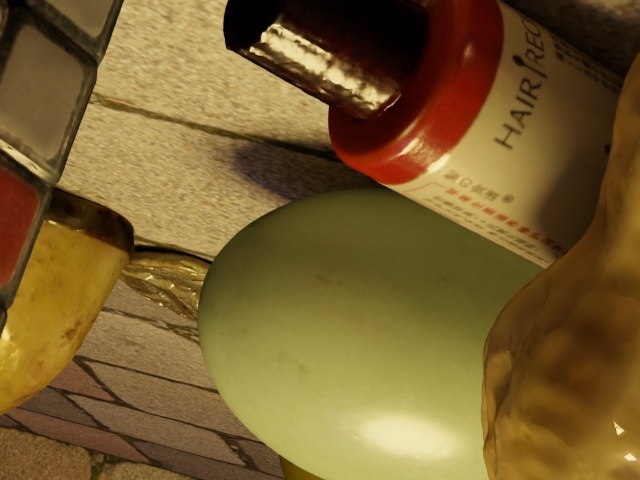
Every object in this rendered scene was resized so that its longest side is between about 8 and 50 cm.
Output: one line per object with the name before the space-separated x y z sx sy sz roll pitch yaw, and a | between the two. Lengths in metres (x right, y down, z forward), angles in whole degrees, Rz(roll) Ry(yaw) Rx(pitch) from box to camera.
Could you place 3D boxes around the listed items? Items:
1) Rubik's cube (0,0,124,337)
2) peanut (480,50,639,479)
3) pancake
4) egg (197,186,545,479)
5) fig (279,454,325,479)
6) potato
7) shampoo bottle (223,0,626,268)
Rubik's cube | -0.277 -0.112 0.612 0.287 0.292 0.293 6 163 35
peanut | 0.163 0.034 0.699 0.149 0.313 0.149 19 -158 -8
pancake | -0.123 0.042 1.448 0.158 0.028 0.158 16 161 6
egg | 0.056 0.069 1.034 0.282 0.203 0.203 16 164 9
fig | 0.027 0.234 1.712 0.144 0.154 0.166 11 -149 -18
potato | -0.323 0.047 1.337 0.285 0.242 0.242 18 164 -16
shampoo bottle | 0.078 -0.060 0.755 0.278 0.104 0.104 25 162 -29
